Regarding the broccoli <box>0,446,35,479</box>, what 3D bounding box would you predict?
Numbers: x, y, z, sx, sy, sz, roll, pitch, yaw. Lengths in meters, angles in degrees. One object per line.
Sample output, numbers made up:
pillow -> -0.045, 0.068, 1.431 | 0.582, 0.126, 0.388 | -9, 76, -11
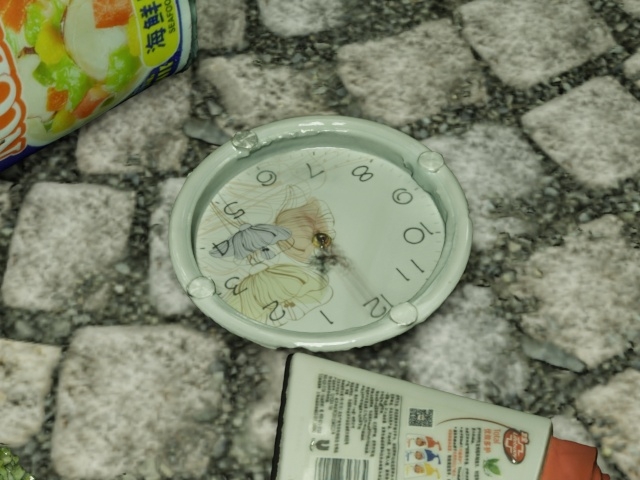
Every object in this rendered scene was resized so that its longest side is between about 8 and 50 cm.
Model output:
broccoli -> -0.251, 0.239, 1.013 | 0.180, 0.273, 0.242 | 11, 23, -47

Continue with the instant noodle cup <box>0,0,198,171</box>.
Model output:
instant noodle cup -> -0.279, -0.172, 1.247 | 0.312, 0.284, 0.284 | -25, 55, -24

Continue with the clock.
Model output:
clock -> 0.000, 0.000, 1.210 | 0.236, 0.053, 0.236 | 0, 52, 0

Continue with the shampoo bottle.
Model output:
shampoo bottle -> 0.108, 0.160, 1.075 | 0.284, 0.071, 0.153 | 6, 51, 5
